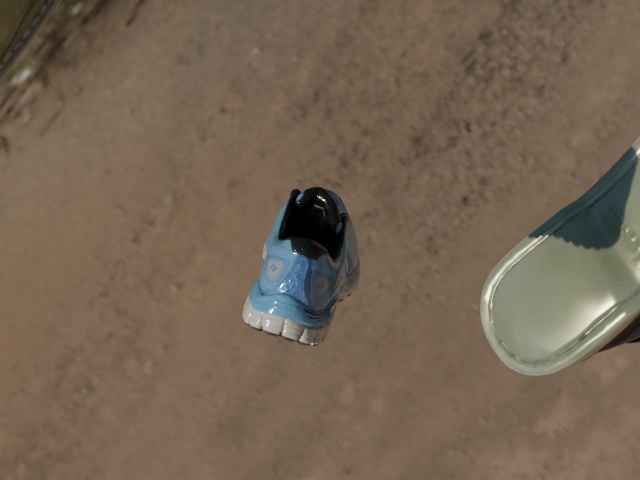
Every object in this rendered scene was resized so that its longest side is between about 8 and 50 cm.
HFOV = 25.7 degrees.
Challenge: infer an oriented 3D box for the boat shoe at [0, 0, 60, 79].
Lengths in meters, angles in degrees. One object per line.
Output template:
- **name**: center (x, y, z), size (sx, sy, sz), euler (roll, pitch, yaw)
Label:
- **boat shoe**: center (-0.192, -0.026, 0.498), size (0.302, 0.109, 0.094), euler (-42, 61, -9)

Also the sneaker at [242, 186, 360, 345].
- **sneaker**: center (0.000, 0.000, 0.835), size (0.162, 0.063, 0.073), euler (-77, 5, -67)

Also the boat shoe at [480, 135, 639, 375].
- **boat shoe**: center (0.262, -0.016, 0.915), size (0.340, 0.113, 0.127), euler (-43, 65, 31)
